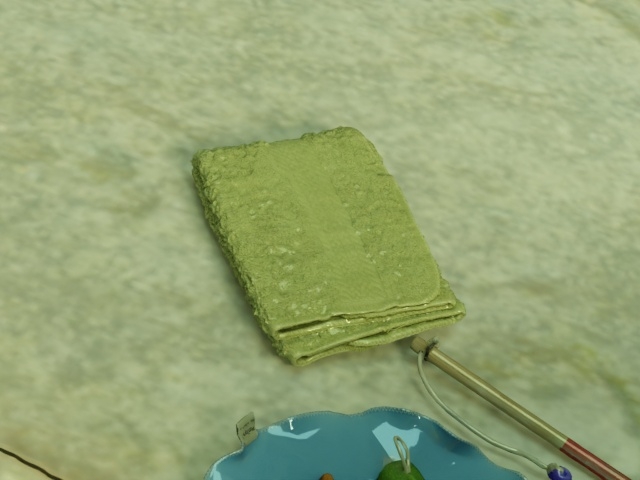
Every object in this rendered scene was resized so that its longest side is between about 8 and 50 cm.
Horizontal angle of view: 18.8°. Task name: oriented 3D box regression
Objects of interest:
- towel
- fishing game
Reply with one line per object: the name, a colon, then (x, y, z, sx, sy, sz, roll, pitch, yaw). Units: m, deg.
towel: (0.000, 0.000, 1.000, 0.110, 0.027, 0.148, -10, 50, -23)
fishing game: (0.031, 0.140, 0.858, 0.189, 0.041, 0.264, 34, 46, 16)
